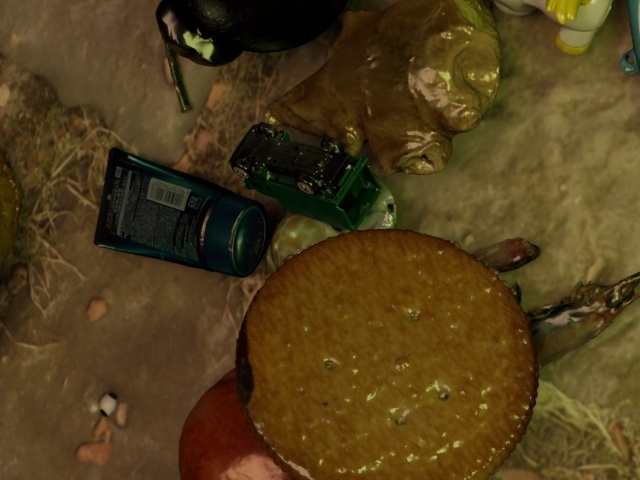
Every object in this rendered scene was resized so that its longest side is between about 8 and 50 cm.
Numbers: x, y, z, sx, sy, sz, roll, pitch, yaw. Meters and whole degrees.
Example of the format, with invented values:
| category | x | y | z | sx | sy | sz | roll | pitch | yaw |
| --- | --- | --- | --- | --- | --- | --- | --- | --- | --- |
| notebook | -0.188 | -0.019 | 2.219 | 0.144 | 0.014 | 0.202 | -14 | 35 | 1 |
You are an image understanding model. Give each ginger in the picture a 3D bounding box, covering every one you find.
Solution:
| category | x | y | z | sx | sy | sz | roll | pitch | yaw |
| --- | --- | --- | --- | --- | --- | --- | --- | --- | --- |
| ginger | 0.068 | -0.157 | 1.728 | 0.270 | 0.123 | 0.218 | -30 | 60 | 33 |

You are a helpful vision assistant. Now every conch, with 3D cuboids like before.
| category | x | y | z | sx | sy | sz | roll | pitch | yaw |
| --- | --- | --- | --- | --- | --- | --- | --- | --- | --- |
| conch | 0.014 | 0.003 | 1.772 | 0.173 | 0.106 | 0.116 | -41 | 66 | 9 |

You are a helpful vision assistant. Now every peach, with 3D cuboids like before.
| category | x | y | z | sx | sy | sz | roll | pitch | yaw |
| --- | --- | --- | --- | --- | --- | --- | --- | --- | --- |
| peach | -0.015 | 0.239 | 1.717 | 0.257 | 0.232 | 0.232 | 15 | 97 | 34 |

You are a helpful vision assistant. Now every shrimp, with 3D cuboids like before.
| category | x | y | z | sx | sy | sz | roll | pitch | yaw |
| --- | --- | --- | --- | --- | --- | --- | --- | --- | --- |
| shrimp | 0.214 | 0.062 | 1.686 | 0.251 | 0.052 | 0.143 | -24 | 75 | 28 |

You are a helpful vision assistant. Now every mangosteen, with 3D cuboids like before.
| category | x | y | z | sx | sy | sz | roll | pitch | yaw |
| --- | --- | --- | --- | --- | --- | --- | --- | --- | --- |
| mangosteen | -0.073 | -0.296 | 1.756 | 0.243 | 0.243 | 0.242 | 0 | 90 | 29 |

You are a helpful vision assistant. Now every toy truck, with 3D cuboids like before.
| category | x | y | z | sx | sy | sz | roll | pitch | yaw |
| --- | --- | --- | --- | --- | --- | --- | --- | --- | --- |
| toy truck | -0.019 | -0.071 | 1.727 | 0.147 | 0.079 | 0.065 | 18 | 65 | 34 |

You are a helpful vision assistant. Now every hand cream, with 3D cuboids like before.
| category | x | y | z | sx | sy | sz | roll | pitch | yaw |
| --- | --- | --- | --- | --- | --- | --- | --- | --- | --- |
| hand cream | -0.169 | -0.027 | 1.880 | 0.271 | 0.061 | 0.120 | 16 | 99 | 43 |

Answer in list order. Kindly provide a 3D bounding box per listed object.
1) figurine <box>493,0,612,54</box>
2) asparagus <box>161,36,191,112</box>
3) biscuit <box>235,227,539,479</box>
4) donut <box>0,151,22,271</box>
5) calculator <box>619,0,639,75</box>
| category | x | y | z | sx | sy | sz | roll | pitch | yaw |
| --- | --- | --- | --- | --- | --- | --- | --- | --- | --- |
| figurine | 0.207 | -0.258 | 1.644 | 0.178 | 0.130 | 0.109 | 27 | 106 | 26 |
| asparagus | -0.168 | -0.203 | 1.919 | 0.015 | 0.014 | 0.114 | -15 | 83 | -6 |
| biscuit | 0.066 | 0.124 | 1.638 | 0.305 | 0.038 | 0.305 | 0 | 63 | 1 |
| donut | -0.520 | -0.006 | 2.046 | 0.330 | 0.160 | 0.330 | 0 | 88 | 18 |
| calculator | 0.420 | -0.209 | 1.571 | 0.293 | 0.051 | 0.172 | -15 | 84 | 28 |
